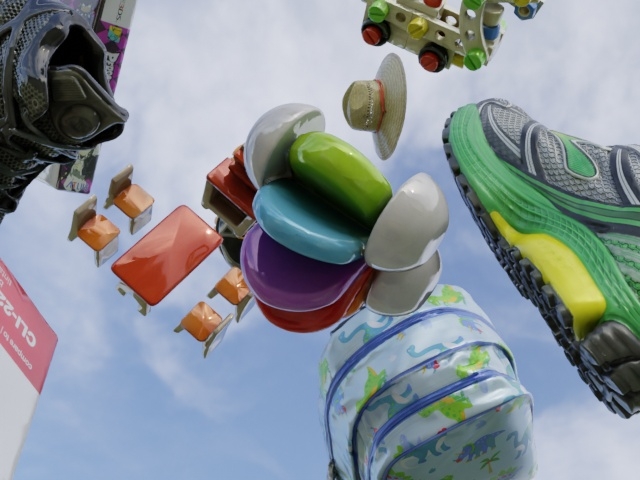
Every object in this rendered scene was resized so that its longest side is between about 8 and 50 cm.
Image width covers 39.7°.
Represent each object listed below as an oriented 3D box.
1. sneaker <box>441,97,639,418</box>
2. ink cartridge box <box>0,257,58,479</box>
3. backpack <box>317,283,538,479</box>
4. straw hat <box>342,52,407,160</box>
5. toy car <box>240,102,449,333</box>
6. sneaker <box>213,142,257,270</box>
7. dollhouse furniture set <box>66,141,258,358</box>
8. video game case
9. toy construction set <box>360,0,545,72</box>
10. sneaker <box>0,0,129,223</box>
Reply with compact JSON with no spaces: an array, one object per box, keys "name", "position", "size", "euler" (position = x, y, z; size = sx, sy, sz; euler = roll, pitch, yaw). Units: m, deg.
[{"name":"sneaker","position":[0.199,-0.019,0.663],"size":[0.146,0.343,0.134],"euler":[-31,-55,4]},{"name":"ink cartridge box","position":[-0.289,0.135,0.508],"size":[0.197,0.272,0.114],"euler":[-19,-57,10]},{"name":"backpack","position":[0.133,0.214,1.088],"size":[0.290,0.273,0.355],"euler":[-18,-58,-6]},{"name":"straw hat","position":[0.062,-0.177,1.173],"size":[0.061,0.144,0.144],"euler":[1,-46,-15]},{"name":"toy car","position":[0.000,0.000,0.659],"size":[0.159,0.136,0.182],"euler":[35,-20,19]},{"name":"sneaker","position":[-0.120,-0.052,1.457],"size":[0.084,0.083,0.214],"euler":[1,-81,-30]},{"name":"dollhouse furniture set","position":[-0.179,-0.014,1.252],"size":[0.262,0.259,0.135],"euler":[40,-33,4]},{"name":"video game case","position":[-0.277,-0.172,0.891],"size":[0.042,0.210,0.232],"euler":[10,7,-45]},{"name":"toy construction set","position":[0.169,-0.378,1.346],"size":[0.328,0.151,0.215],"euler":[40,-35,20]},{"name":"sneaker","position":[-0.218,-0.063,0.617],"size":[0.130,0.227,0.087],"euler":[22,-3,34]}]
